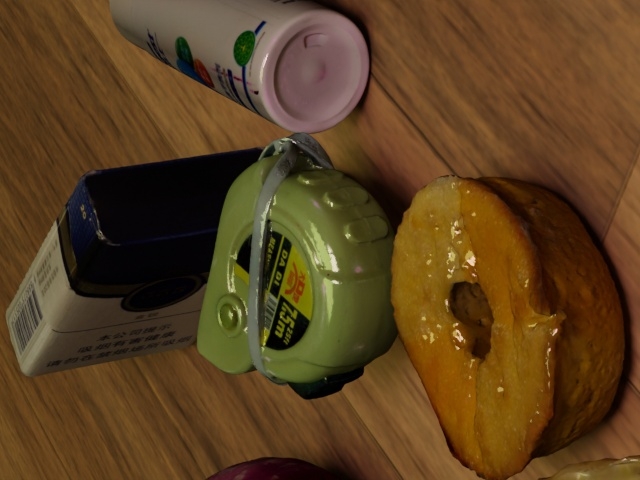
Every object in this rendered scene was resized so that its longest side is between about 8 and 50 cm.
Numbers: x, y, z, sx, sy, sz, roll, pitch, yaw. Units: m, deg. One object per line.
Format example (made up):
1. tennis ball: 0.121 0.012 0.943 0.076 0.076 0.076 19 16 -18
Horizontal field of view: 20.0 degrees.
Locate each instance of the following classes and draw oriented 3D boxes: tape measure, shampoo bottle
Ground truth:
1. tape measure: -0.009 0.024 1.237 0.154 0.087 0.177 34 125 41
2. shampoo bottle: -0.080 -0.163 1.369 0.303 0.092 0.092 32 126 52

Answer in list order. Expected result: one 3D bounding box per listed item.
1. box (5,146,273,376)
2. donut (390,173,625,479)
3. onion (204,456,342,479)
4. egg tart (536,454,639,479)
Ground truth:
1. box: -0.143 0.020 1.466 0.259 0.168 0.071 -49 55 56
2. donut: 0.117 0.048 1.117 0.190 0.074 0.174 54 144 44
3. onion: -0.025 0.259 1.351 0.207 0.200 0.200 -85 9 -51
4. egg tart: 0.173 0.288 0.851 0.169 0.388 0.388 7 -111 -75
